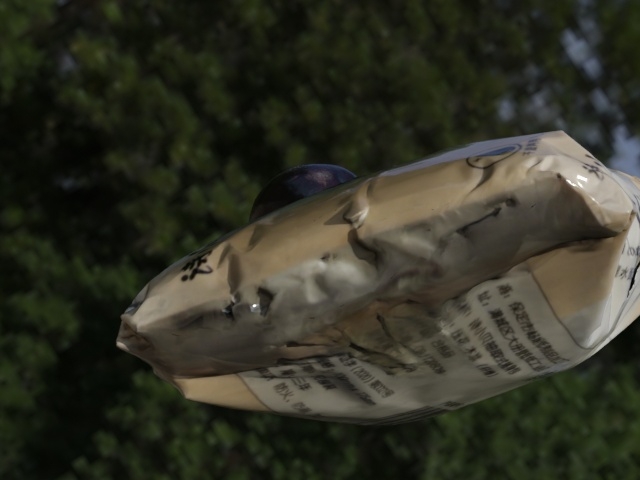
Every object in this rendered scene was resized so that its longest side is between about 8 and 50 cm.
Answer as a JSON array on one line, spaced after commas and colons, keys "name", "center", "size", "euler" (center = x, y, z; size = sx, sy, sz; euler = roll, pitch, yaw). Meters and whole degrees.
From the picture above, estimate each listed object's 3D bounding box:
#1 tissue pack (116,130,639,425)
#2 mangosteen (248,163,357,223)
[{"name": "tissue pack", "center": [0.082, 0.034, 1.496], "size": [0.375, 0.390, 0.195], "euler": [9, 66, -71]}, {"name": "mangosteen", "center": [0.000, 0.000, 1.878], "size": [0.137, 0.137, 0.151], "euler": [89, -24, -65]}]
